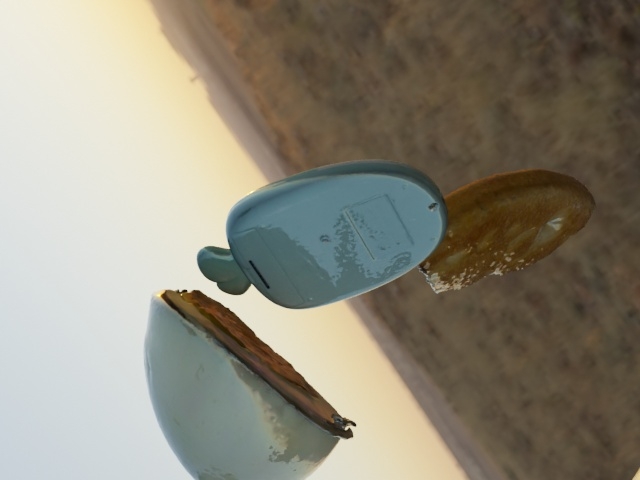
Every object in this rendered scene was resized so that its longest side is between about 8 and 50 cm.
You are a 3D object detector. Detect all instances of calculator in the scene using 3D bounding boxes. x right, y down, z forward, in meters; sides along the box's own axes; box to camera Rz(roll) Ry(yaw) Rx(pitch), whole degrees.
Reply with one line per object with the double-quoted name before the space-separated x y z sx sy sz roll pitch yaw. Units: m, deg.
"calculator" 0.000 0.000 1.363 0.042 0.295 0.184 -91 -25 -49

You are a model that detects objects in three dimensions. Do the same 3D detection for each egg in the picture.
"egg" -0.118 0.191 1.416 0.286 0.174 0.264 41 179 -6

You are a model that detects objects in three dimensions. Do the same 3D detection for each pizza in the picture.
"pizza" 0.232 -0.014 1.624 0.074 0.365 0.182 53 145 30

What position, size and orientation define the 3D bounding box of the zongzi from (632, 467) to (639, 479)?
"zongzi" 0.682 0.383 1.723 0.467 0.500 0.218 42 163 -16
